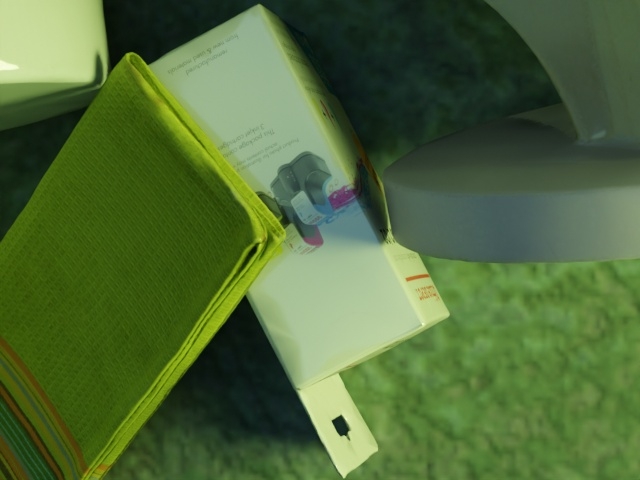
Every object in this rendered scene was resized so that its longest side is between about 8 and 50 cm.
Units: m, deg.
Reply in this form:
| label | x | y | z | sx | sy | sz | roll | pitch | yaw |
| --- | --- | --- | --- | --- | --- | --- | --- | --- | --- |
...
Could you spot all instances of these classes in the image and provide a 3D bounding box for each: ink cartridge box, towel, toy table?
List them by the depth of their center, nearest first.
| label | x | y | z | sx | sy | sz | roll | pitch | yaw |
| --- | --- | --- | --- | --- | --- | --- | --- | --- | --- |
| toy table | 0.148 | -0.097 | 0.701 | 0.274 | 0.252 | 0.161 | -12 | 105 | 1 |
| ink cartridge box | 0.000 | 0.000 | 0.777 | 0.061 | 0.104 | 0.181 | -28 | 86 | 9 |
| towel | -0.108 | 0.039 | 0.779 | 0.102 | 0.021 | 0.237 | 49 | 126 | 14 |

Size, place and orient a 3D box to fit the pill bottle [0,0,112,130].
| label | x | y | z | sx | sy | sz | roll | pitch | yaw |
| --- | --- | --- | --- | --- | --- | --- | --- | --- | --- |
| pill bottle | -0.198 | -0.225 | 0.762 | 0.204 | 0.204 | 0.361 | -10 | 87 | 10 |
